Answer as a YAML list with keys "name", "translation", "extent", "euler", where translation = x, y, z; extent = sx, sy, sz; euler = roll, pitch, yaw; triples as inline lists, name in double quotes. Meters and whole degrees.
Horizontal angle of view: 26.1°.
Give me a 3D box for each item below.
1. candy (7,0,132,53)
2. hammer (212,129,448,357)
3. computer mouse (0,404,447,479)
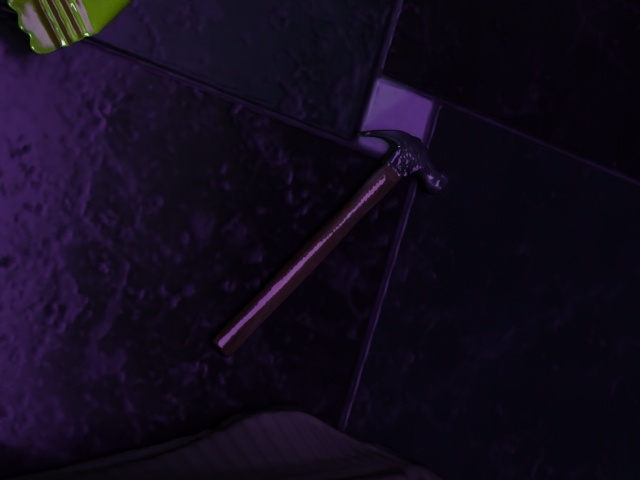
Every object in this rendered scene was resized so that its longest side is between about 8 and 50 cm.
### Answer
- name: "candy"
  translation: [-0.079, -0.205, 0.755]
  extent: [0.246, 0.069, 0.149]
  euler: [-28, 102, -23]
- name: "hammer"
  translation: [0.000, 0.000, 0.833]
  extent: [0.182, 0.017, 0.062]
  euler: [-45, 110, -16]
- name: "computer mouse"
  translation: [-0.075, 0.228, 0.741]
  extent: [0.429, 0.145, 0.228]
  euler: [-9, 99, -25]
